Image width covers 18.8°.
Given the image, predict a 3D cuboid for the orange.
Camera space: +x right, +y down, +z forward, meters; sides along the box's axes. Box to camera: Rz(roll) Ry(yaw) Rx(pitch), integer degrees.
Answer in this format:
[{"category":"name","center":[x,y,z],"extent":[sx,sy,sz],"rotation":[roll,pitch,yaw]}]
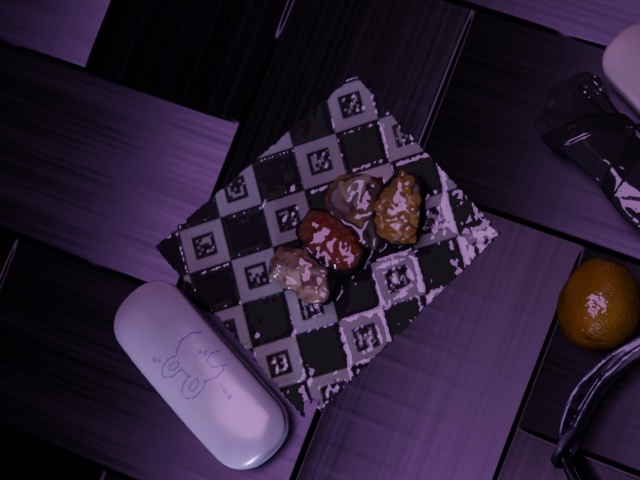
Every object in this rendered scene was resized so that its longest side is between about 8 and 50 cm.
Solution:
[{"category":"orange","center":[0.278,0.062,1.927],"extent":[0.085,0.085,0.095],"rotation":[11,61,18]}]

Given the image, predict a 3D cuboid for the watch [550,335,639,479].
[{"category":"watch","center":[0.327,0.190,1.898],"extent":[0.206,0.068,0.193],"rotation":[-25,71,7]}]

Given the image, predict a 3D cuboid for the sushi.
[{"category":"sushi","center":[0.000,0.000,2.036],"extent":[0.290,0.050,0.264],"rotation":[-43,71,5]}]

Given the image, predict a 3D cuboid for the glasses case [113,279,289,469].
[{"category":"glasses case","center":[-0.127,0.141,2.041],"extent":[0.092,0.059,0.233],"rotation":[-44,70,6]}]

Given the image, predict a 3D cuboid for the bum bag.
[{"category":"bum bag","center":[0.299,-0.085,1.969],"extent":[0.087,0.049,0.198],"rotation":[-36,70,-18]}]

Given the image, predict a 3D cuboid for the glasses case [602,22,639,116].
[{"category":"glasses case","center":[0.367,-0.135,1.953],"extent":[0.081,0.051,0.204],"rotation":[-39,72,3]}]
